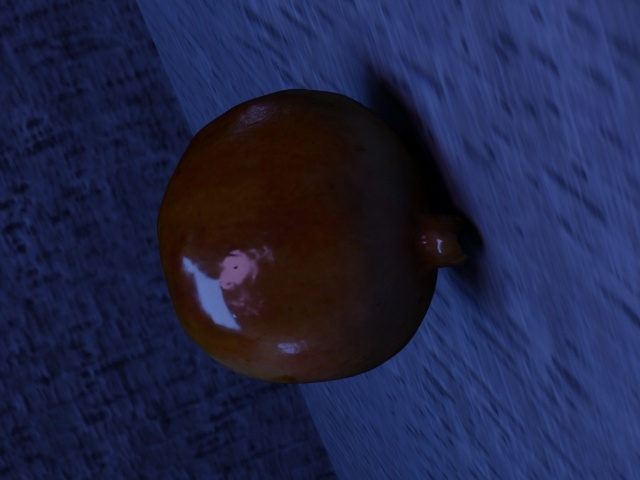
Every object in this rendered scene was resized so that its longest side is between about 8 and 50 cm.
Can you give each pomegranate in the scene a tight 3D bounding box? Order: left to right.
[{"bbox_3d":[0.000,0.000,1.425,0.229,0.270,0.252,32,-125,-56],"label":"pomegranate"}]
